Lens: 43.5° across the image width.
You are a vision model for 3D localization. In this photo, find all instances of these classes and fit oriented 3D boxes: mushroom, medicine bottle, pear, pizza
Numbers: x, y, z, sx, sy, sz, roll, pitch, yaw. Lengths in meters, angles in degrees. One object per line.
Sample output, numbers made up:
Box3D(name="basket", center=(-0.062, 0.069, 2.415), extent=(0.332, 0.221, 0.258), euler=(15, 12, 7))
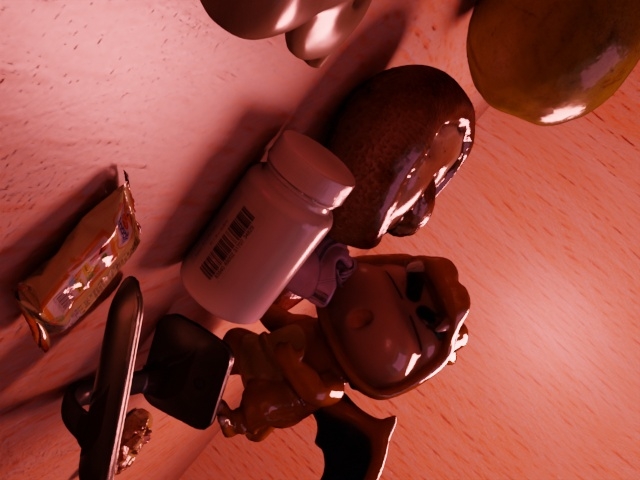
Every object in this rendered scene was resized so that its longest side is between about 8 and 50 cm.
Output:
Box3D(name="mushroom", center=(0.088, -0.101, 0.984), extent=(0.253, 0.153, 0.253), euler=(-49, 162, -22))
Box3D(name="medicine bottle", center=(-0.054, -0.012, 0.811), extent=(0.186, 0.103, 0.103), euler=(-53, 172, 20))
Box3D(name="pear", center=(0.346, -0.317, 1.152), extent=(0.307, 0.253, 0.253), euler=(-60, 171, 14))
Box3D(name="pizza", center=(-0.313, 0.333, 1.257), extent=(0.134, 0.046, 0.175), euler=(-45, 172, -34))

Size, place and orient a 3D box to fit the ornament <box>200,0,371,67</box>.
Box3D(name="ornament", center=(0.008, -0.181, 0.473), extent=(0.230, 0.061, 0.244), euler=(-45, 171, -51))

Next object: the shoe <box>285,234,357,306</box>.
Box3D(name="shoe", center=(0.000, 0.000, 1.078), extent=(0.095, 0.137, 0.245), euler=(-50, 174, 33))

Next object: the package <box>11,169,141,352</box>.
Box3D(name="package", center=(-0.166, 0.017, 0.563), extent=(0.120, 0.031, 0.108), euler=(-53, 175, -21))

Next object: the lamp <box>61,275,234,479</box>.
Box3D(name="lamp", center=(-0.180, 0.118, 0.818), extent=(0.283, 0.125, 0.203), euler=(-10, 119, -75))

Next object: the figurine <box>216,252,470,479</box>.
Box3D(name="figurine", center=(0.017, 0.161, 1.197), extent=(0.387, 0.268, 0.401), euler=(-23, -163, -8))

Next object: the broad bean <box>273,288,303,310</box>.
Box3D(name="broad bean", center=(-0.052, 0.069, 1.338), extent=(0.165, 0.084, 0.114), euler=(-41, 150, -17))
